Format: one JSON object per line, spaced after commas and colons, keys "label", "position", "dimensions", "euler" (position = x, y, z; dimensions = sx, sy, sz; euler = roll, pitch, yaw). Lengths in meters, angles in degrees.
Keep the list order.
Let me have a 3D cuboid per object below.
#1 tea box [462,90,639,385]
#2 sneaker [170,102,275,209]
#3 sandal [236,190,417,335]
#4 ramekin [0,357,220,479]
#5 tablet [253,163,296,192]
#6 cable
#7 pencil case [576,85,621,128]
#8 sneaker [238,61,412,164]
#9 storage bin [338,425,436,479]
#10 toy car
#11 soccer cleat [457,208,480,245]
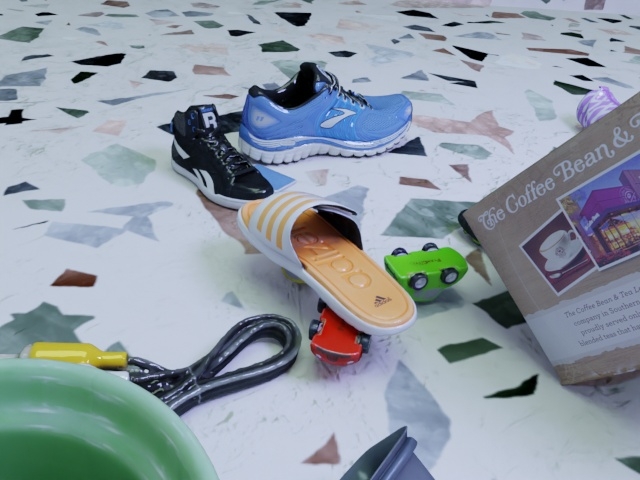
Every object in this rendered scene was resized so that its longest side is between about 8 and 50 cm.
{"label": "tea box", "position": [0.387, -0.050, 0.574], "dimensions": [0.323, 0.329, 0.220], "euler": [-21, 78, -33]}
{"label": "sneaker", "position": [-0.154, -0.134, 0.870], "dimensions": [0.217, 0.121, 0.079], "euler": [29, 41, 32]}
{"label": "sandal", "position": [0.009, -0.003, 0.633], "dimensions": [0.102, 0.076, 0.265], "euler": [-21, 42, -34]}
{"label": "ramekin", "position": [-0.195, 0.220, 0.302], "dimensions": [0.303, 0.148, 0.303], "euler": [3, 33, -2]}
{"label": "tablet", "position": [-0.085, -0.099, 0.930], "dimensions": [0.083, 0.006, 0.054], "euler": [25, 38, 27]}
{"label": "cable", "position": [-0.136, 0.127, 0.521], "dimensions": [0.287, 0.072, 0.139], "euler": [-11, 42, -23]}
{"label": "pencil case", "position": [0.570, -0.222, 1.127], "dimensions": [0.086, 0.088, 0.206], "euler": [2, 32, -9]}
{"label": "sneaker", "position": [0.021, -0.227, 1.011], "dimensions": [0.330, 0.147, 0.130], "euler": [-12, 37, -25]}
{"label": "storage bin", "position": [0.038, 0.215, 0.404], "dimensions": [0.091, 0.098, 0.135], "euler": [47, 45, 9]}
{"label": "toy car", "position": [0.064, 0.051, 0.679], "dimensions": [0.225, 0.053, 0.239], "euler": [-7, 36, -18]}
{"label": "soccer cleat", "position": [0.260, -0.010, 0.778], "dimensions": [0.060, 0.072, 0.179], "euler": [-21, 41, -33]}
